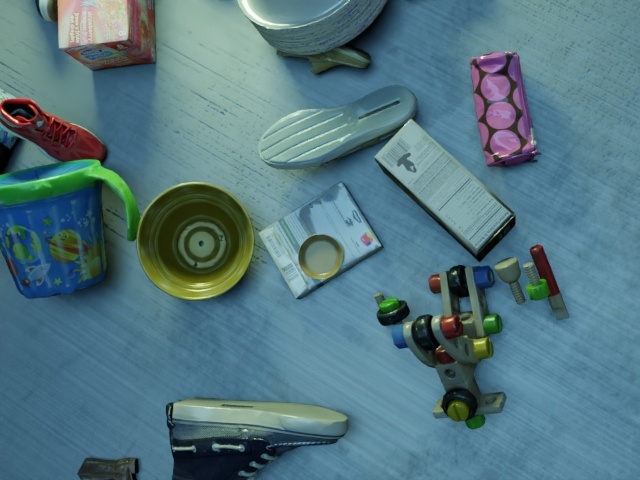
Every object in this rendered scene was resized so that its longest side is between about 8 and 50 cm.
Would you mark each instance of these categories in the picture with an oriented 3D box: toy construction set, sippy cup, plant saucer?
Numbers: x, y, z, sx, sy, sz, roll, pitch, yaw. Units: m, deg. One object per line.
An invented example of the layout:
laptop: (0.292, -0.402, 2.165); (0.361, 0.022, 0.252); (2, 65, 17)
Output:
toy construction set: (0.276, 0.173, 1.710); (0.309, 0.257, 0.237); (-23, 103, 6)
sippy cup: (-0.500, -0.018, 1.871); (0.306, 0.240, 0.224); (4, 110, 48)
plant saucer: (0.001, 0.030, 1.828); (0.084, 0.015, 0.083); (-1, 84, 11)

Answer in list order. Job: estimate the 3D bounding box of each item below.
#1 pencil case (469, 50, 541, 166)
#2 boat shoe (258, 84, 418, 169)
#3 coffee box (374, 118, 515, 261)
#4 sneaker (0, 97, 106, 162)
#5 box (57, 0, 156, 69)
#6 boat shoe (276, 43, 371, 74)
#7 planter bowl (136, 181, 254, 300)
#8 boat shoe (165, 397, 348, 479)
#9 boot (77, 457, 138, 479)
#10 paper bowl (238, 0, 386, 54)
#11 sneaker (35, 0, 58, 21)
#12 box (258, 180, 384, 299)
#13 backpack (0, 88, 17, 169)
pencil case: (0.328, -0.236, 1.792); (0.098, 0.095, 0.209); (-17, 81, 45)
boat shoe: (0.038, -0.193, 1.843); (0.302, 0.094, 0.109); (-16, 71, 9)
coffee box: (0.221, -0.085, 1.771); (0.246, 0.141, 0.098); (44, 93, 12)
sneaker: (-0.513, -0.202, 1.909); (0.221, 0.128, 0.087); (21, 87, -15)
box: (-0.414, -0.498, 1.944); (0.142, 0.154, 0.299); (-5, 82, 11)
boat shoe: (0.004, -0.345, 1.891); (0.190, 0.068, 0.072); (22, 101, 24)
planter bowl: (-0.227, 0.004, 1.873); (0.217, 0.090, 0.217); (0, 86, 1)
boat shoe: (-0.115, 0.375, 1.809); (0.341, 0.127, 0.158); (2, 90, 20)
boot: (-0.400, 0.461, 1.891); (0.114, 0.037, 0.106); (-4, 70, 8)
paper bowl: (-0.022, -0.491, 1.821); (0.284, 0.148, 0.284); (-12, 61, 22)
sneaker: (-0.582, -0.565, 2.013); (0.153, 0.099, 0.282); (-2, 76, 7)
box: (0.000, 0.000, 1.859); (0.186, 0.038, 0.145); (-33, 79, 8)
backpack: (-0.678, -0.227, 1.989); (0.158, 0.117, 0.173); (29, 87, 13)
